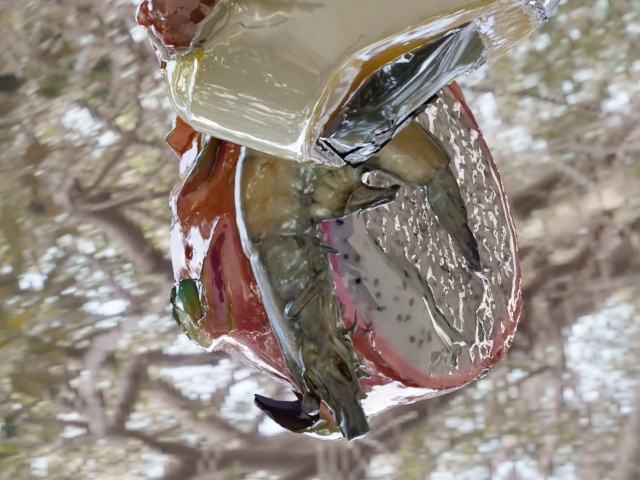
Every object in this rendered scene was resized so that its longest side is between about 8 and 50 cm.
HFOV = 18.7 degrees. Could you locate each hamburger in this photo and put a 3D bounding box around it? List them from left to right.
[{"bbox_3d":[0.010,-0.103,0.814,0.173,0.210,0.116,-35,-97,11],"label":"hamburger"}]

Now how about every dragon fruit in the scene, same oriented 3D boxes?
[{"bbox_3d":[0.000,0.000,1.420,0.290,0.189,0.291,32,-131,-46],"label":"dragon fruit"}]

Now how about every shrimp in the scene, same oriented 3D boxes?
[{"bbox_3d":[0.026,0.012,1.206,0.051,0.150,0.217,-16,-87,-72],"label":"shrimp"}]

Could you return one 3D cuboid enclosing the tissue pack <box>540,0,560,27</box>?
[{"bbox_3d":[0.045,-0.331,0.985,0.124,0.288,0.394,-23,-110,-44],"label":"tissue pack"}]
